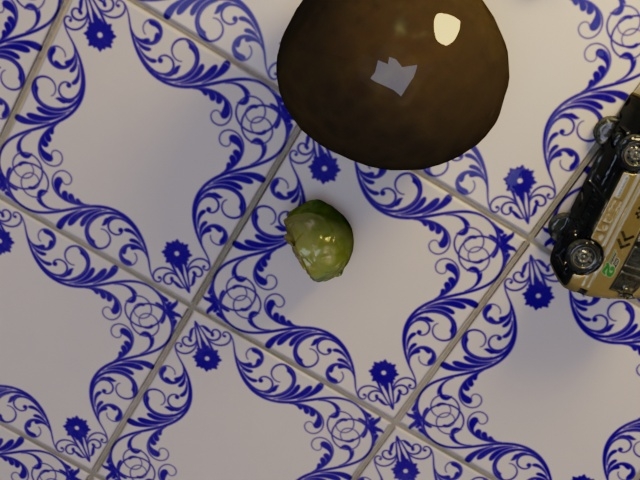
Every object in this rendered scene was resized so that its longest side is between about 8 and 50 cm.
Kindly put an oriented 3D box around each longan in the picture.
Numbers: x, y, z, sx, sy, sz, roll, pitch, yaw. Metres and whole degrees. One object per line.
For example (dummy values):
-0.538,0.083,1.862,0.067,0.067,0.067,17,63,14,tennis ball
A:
0.121,-0.289,1.656,0.405,0.336,0.404,10,149,6,longan

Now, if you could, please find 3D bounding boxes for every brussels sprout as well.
0.005,-0.001,1.877,0.122,0.149,0.151,-32,144,1,brussels sprout

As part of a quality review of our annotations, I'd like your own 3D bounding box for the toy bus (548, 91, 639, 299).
0.568,-0.068,1.767,0.202,0.177,0.365,19,111,-7,toy bus
